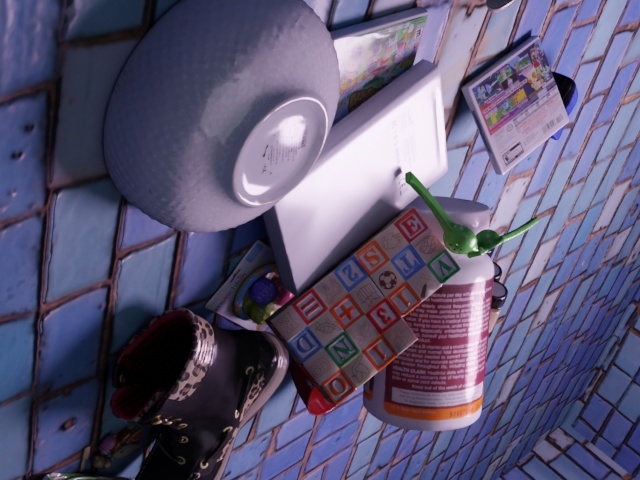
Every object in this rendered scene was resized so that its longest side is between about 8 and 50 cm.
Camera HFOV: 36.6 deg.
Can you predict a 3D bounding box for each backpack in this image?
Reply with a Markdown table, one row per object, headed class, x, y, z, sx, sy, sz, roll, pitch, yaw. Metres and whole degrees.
| class | x | y | z | sx | sy | sz | roll | pitch | yaw |
| --- | --- | --- | --- | --- | --- | --- | --- | --- | --- |
| backpack | 0.452 | -0.270 | 1.919 | 0.120 | 0.098 | 0.101 | -66 | 160 | 2 |

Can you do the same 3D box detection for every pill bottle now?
| class | x | y | z | sx | sy | sz | roll | pitch | yaw |
| --- | --- | --- | --- | --- | --- | --- | --- | --- | --- |
| pill bottle | 0.198 | 0.125 | 1.758 | 0.224 | 0.224 | 0.392 | -12 | 109 | -50 |

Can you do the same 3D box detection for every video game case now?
| class | x | y | z | sx | sy | sz | roll | pitch | yaw |
| --- | --- | --- | --- | --- | --- | --- | --- | --- | --- |
| video game case | 0.361 | -0.249 | 1.779 | 0.201 | 0.023 | 0.183 | -37 | 114 | -24 |
| video game case | 0.065 | -0.242 | 1.451 | 0.212 | 0.023 | 0.193 | -26 | 143 | -39 |

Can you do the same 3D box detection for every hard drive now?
| class | x | y | z | sx | sy | sz | roll | pitch | yaw |
| --- | --- | --- | --- | --- | --- | --- | --- | --- | --- |
| hard drive | 0.061 | -0.097 | 1.513 | 0.353 | 0.047 | 0.233 | -39 | 143 | -23 |

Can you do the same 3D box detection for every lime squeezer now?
| class | x | y | z | sx | sy | sz | roll | pitch | yaw |
| --- | --- | --- | --- | --- | --- | --- | --- | --- | --- |
| lime squeezer | 0.256 | -0.020 | 1.621 | 0.310 | 0.110 | 0.059 | 15 | 142 | -34 |

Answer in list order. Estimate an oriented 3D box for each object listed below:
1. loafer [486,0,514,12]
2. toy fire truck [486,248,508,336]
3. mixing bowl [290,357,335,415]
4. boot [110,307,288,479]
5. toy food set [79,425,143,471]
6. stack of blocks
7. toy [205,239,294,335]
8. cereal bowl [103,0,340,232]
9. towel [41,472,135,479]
| class | x | y | z | sx | sy | sz | roll | pitch | yaw |
| --- | --- | --- | --- | --- | --- | --- | --- | --- | --- |
| loafer | 0.321 | -0.421 | 1.599 | 0.125 | 0.045 | 0.039 | -51 | 159 | -6 |
| toy fire truck | 0.229 | 0.098 | 1.971 | 0.246 | 0.217 | 0.159 | 7 | 130 | -9 |
| mixing bowl | 0.008 | 0.236 | 1.855 | 0.181 | 0.098 | 0.181 | -37 | 148 | -27 |
| boot | -0.230 | 0.277 | 1.506 | 0.377 | 0.138 | 0.284 | -52 | 150 | 0 |
| toy food set | -0.328 | 0.335 | 1.558 | 0.122 | 0.019 | 0.078 | -19 | 139 | -45 |
| stack of blocks | 0.080 | 0.105 | 1.562 | 0.297 | 0.171 | 0.087 | -39 | -177 | -10 |
| toy | -0.079 | 0.099 | 1.609 | 0.137 | 0.056 | 0.237 | -52 | 152 | -1 |
| cereal bowl | -0.095 | -0.145 | 1.207 | 0.339 | 0.141 | 0.339 | -35 | 147 | -27 |
| towel | -0.410 | 0.480 | 1.598 | 0.248 | 0.038 | 0.325 | -52 | 154 | 4 |
